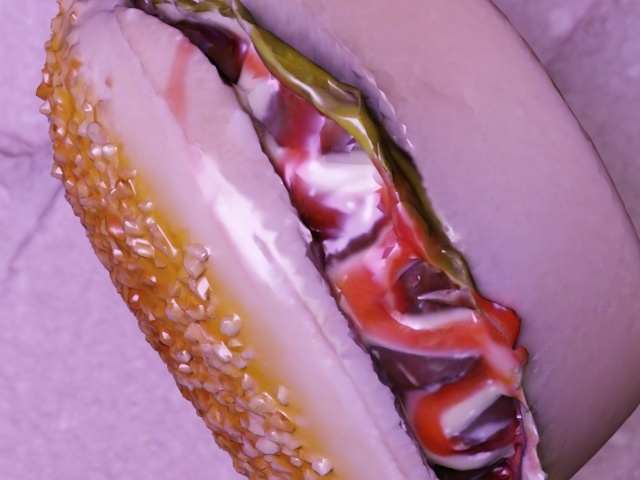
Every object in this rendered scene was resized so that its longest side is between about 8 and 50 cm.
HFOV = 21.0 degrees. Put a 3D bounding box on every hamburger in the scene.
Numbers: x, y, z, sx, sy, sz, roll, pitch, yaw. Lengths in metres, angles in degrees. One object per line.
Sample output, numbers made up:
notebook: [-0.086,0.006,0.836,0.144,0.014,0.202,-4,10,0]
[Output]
hamburger: [0.000,0.000,0.704,0.170,0.302,0.302,-33,109,-11]
